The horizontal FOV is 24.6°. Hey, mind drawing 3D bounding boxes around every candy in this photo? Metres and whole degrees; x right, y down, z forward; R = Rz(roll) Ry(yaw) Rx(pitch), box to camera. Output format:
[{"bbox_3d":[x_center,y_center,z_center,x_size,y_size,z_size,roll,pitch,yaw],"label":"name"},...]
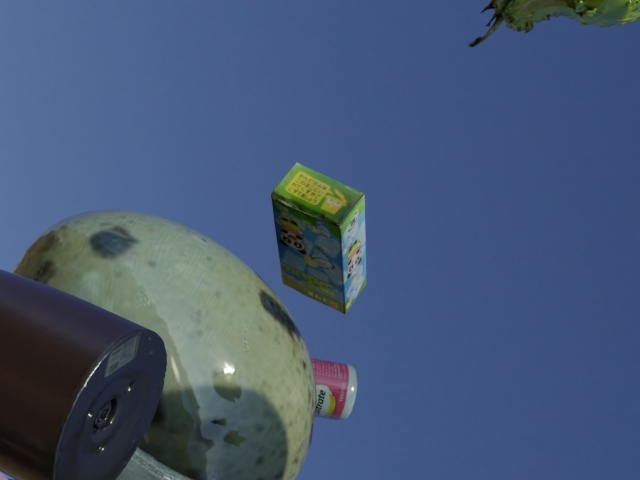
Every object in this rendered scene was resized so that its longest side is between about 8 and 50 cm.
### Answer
[{"bbox_3d":[0.000,0.000,1.758,0.097,0.062,0.194,25,-30,19],"label":"candy"}]

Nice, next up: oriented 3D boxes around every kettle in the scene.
[{"bbox_3d":[-0.256,0.109,1.135,0.232,0.144,0.202,23,-59,20],"label":"kettle"}]

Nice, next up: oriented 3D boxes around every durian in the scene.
[{"bbox_3d":[0.319,-0.293,1.568,0.375,0.132,0.106,-32,-104,17],"label":"durian"}]

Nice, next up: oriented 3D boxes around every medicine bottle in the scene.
[{"bbox_3d":[-0.057,0.221,2.287,0.090,0.217,0.090,-170,-90,-79],"label":"medicine bottle"}]

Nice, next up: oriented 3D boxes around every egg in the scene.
[{"bbox_3d":[-0.195,0.159,1.725,0.428,0.345,0.345,55,-22,-24],"label":"egg"}]

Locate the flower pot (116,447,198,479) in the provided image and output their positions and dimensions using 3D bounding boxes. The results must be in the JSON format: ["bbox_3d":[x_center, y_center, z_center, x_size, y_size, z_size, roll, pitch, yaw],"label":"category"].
[{"bbox_3d":[-0.117,0.274,1.284,0.108,0.229,0.103,-54,-163,28],"label":"flower pot"}]

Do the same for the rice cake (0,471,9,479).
[{"bbox_3d":[-0.132,0.254,0.857,0.298,0.106,0.050,36,-17,28],"label":"rice cake"}]
